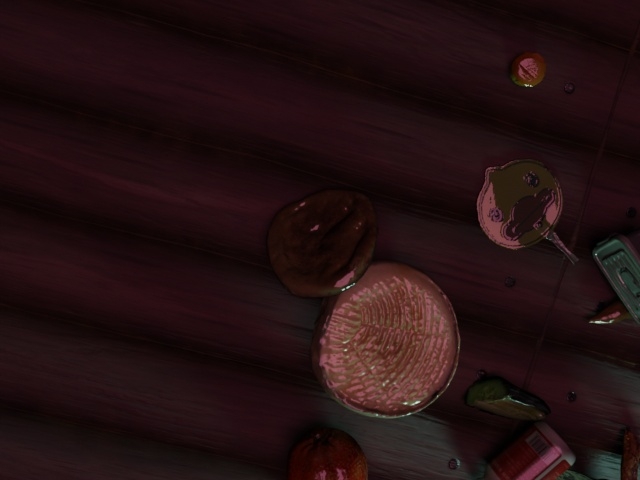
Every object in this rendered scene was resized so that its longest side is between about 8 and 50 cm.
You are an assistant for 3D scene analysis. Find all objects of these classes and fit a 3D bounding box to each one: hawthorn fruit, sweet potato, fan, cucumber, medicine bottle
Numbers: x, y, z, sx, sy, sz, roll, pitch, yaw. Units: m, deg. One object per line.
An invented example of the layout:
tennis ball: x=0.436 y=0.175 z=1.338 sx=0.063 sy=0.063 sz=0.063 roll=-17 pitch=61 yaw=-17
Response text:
hawthorn fruit: x=0.022 y=0.586 z=1.547 sx=0.205 sy=0.205 sz=0.253 roll=-12 pitch=102 yaw=-2
sweet potato: x=0.782 y=0.171 z=1.615 sx=0.218 sy=0.051 sz=0.065 roll=-25 pitch=101 yaw=1
fan: x=0.526 y=-0.060 z=1.590 sx=0.229 sy=0.011 sz=0.335 roll=-45 pitch=96 yaw=2
cucumber: x=0.479 y=0.400 z=1.611 sx=0.193 sy=0.086 sz=0.115 roll=25 pitch=139 yaw=-8
medicine bottle: x=0.511 y=0.579 z=1.608 sx=0.250 sy=0.131 sz=0.131 roll=-42 pitch=98 yaw=3

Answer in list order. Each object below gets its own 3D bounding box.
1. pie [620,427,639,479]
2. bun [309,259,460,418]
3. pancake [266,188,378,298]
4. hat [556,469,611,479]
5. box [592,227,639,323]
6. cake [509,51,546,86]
pie: x=0.802 y=0.574 z=1.645 sx=0.092 sy=0.034 sz=0.170 roll=39 pitch=57 yaw=-31
bun: x=0.140 y=0.227 z=1.506 sx=0.364 sy=0.202 sz=0.364 roll=0 pitch=90 yaw=-8
pancake: x=0.000 y=0.000 z=1.465 sx=0.294 sy=0.049 sz=0.294 roll=-9 pitch=57 yaw=14
hat: x=0.708 y=0.681 z=1.620 sx=0.128 sy=0.265 sz=0.265 roll=-18 pitch=100 yaw=-38
box: x=0.796 y=0.073 z=1.531 sx=0.135 sy=0.163 sz=0.243 roll=-26 pitch=75 yaw=-10
cake: x=0.498 y=-0.412 z=1.529 sx=0.084 sy=0.044 sz=0.084 roll=0 pitch=99 yaw=-3
